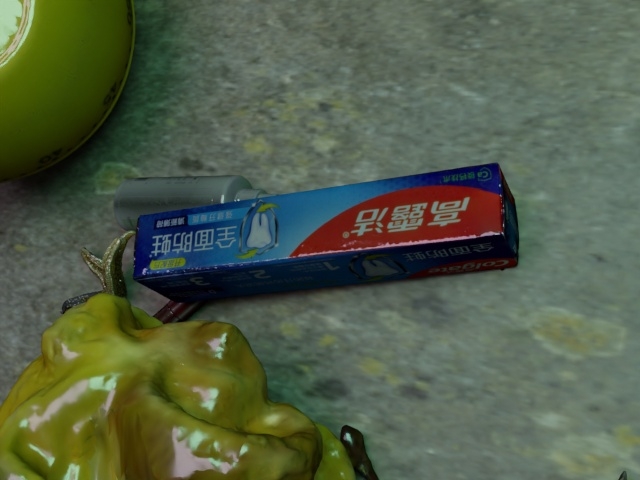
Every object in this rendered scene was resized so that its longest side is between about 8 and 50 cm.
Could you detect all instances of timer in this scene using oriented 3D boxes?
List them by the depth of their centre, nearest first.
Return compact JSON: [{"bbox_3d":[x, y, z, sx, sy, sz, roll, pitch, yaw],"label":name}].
[{"bbox_3d":[-0.372,-0.225,0.877,0.376,0.376,0.387,-62,14,-2],"label":"timer"}]

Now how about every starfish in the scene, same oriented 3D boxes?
[{"bbox_3d":[-0.220,0.062,0.846,0.133,0.041,0.130,-26,56,49],"label":"starfish"}]

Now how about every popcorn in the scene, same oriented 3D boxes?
[{"bbox_3d":[-0.139,0.185,0.638,0.316,0.281,0.297,-21,81,35],"label":"popcorn"}]

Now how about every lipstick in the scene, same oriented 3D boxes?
[{"bbox_3d":[-0.157,0.083,0.811,0.176,0.027,0.027,-40,59,12],"label":"lipstick"}]

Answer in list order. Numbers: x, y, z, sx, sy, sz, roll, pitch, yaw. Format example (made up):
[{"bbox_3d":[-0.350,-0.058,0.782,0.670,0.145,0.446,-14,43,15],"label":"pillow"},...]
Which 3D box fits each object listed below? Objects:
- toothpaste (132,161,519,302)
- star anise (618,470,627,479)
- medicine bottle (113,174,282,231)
[{"bbox_3d":[-0.001,0.000,0.707,0.321,0.076,0.066,-8,67,19],"label":"toothpaste"},{"bbox_3d":[0.182,0.235,0.556,0.124,0.056,0.129,-35,45,17],"label":"star anise"},{"bbox_3d":[-0.106,-0.034,0.805,0.199,0.058,0.057,1,74,28],"label":"medicine bottle"}]
